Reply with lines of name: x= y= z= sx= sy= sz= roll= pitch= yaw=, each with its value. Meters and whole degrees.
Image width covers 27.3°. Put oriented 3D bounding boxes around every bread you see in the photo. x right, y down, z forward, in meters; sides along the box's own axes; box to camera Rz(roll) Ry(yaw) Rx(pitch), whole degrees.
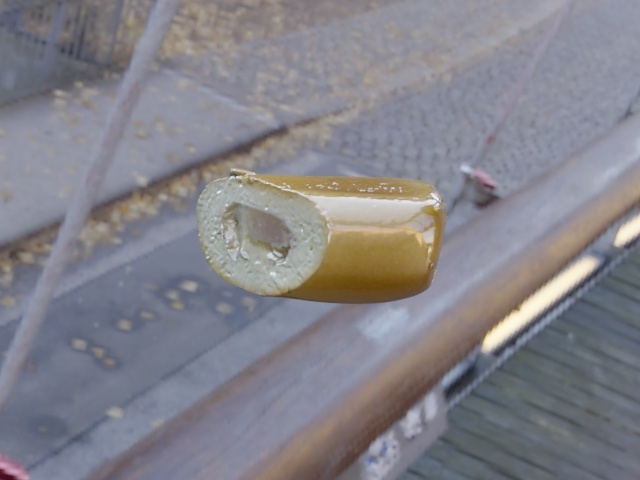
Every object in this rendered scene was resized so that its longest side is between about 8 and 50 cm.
bread: x=-0.001 y=0.000 z=0.528 sx=0.103 sy=0.049 sz=0.062 roll=1 pitch=17 yaw=0
